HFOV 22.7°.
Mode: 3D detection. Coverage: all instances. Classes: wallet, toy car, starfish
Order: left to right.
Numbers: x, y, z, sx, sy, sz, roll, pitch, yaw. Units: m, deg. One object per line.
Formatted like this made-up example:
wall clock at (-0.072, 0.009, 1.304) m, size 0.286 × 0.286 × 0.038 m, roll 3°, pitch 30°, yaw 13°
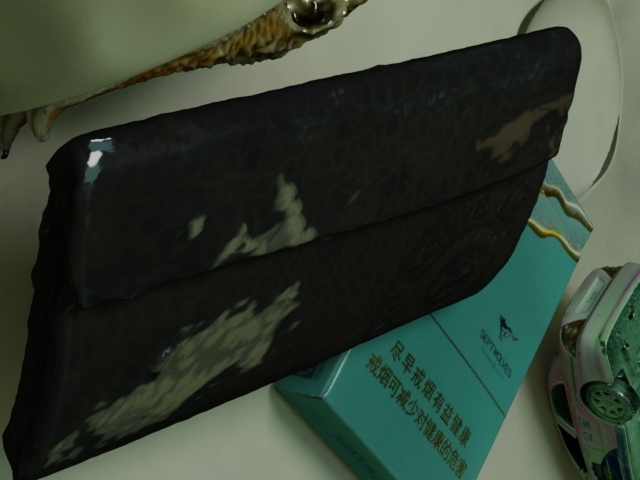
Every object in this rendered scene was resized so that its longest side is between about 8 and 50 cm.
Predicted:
starfish at (-0.047, -0.092, 0.680) m, size 0.247 × 0.138 × 0.050 m, roll -24°, pitch 98°, yaw -39°
wallet at (0.000, 0.000, 0.727) m, size 0.321 × 0.044 × 0.170 m, roll -20°, pitch 139°, yaw -45°
toy car at (0.203, 0.115, 1.074) m, size 0.090 × 0.076 × 0.224 m, roll -52°, pitch 140°, yaw -34°

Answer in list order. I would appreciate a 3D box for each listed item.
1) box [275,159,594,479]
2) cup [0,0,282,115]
box at (0.075, 0.035, 0.927) m, size 0.162 × 0.041 × 0.229 m, roll 51°, pitch 58°, yaw -42°
cup at (-0.073, -0.169, 0.533) m, size 0.173 × 0.255 × 0.202 m, roll -47°, pitch 124°, yaw -48°
